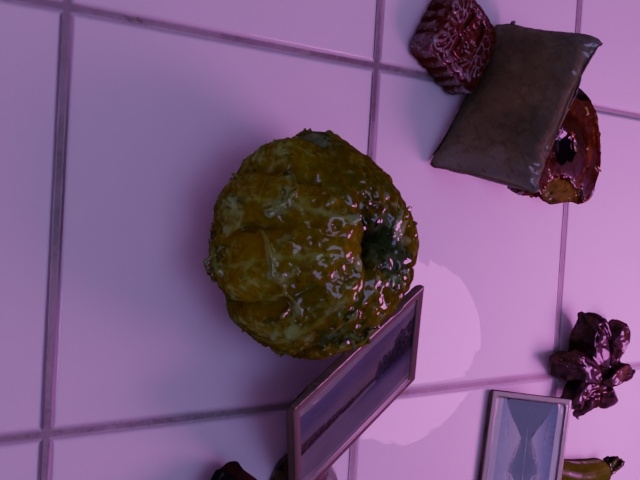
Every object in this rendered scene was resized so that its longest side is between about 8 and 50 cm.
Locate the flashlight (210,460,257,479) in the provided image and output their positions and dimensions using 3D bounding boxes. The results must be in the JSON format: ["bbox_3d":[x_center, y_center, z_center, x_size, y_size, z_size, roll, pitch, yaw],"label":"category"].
[{"bbox_3d":[-0.169,0.387,1.255,0.232,0.093,0.093,-40,118,-25],"label":"flashlight"}]

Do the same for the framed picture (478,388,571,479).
[{"bbox_3d":[0.350,0.365,1.694,0.150,0.015,0.203,9,88,-11],"label":"framed picture"}]

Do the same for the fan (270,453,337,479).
[{"bbox_3d":[-0.005,0.339,1.436,0.152,0.008,0.227,48,64,-33],"label":"fan"}]

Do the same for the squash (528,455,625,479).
[{"bbox_3d":[0.449,0.429,1.796,0.318,0.071,0.080,13,105,-38],"label":"squash"}]

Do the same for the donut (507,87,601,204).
[{"bbox_3d":[0.384,-0.164,1.673,0.230,0.096,0.216,-9,98,-40],"label":"donut"}]

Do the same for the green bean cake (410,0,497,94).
[{"bbox_3d":[0.213,-0.313,1.538,0.135,0.056,0.135,40,70,-36],"label":"green bean cake"}]

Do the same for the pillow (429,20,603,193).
[{"bbox_3d":[0.311,-0.221,1.552,0.302,0.184,0.075,-63,149,-18],"label":"pillow"}]

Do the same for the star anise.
[{"bbox_3d":[0.517,0.226,1.823,0.220,0.099,0.214,-37,126,-33],"label":"star anise"}]

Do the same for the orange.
[{"bbox_3d":[0.000,0.000,1.274,0.300,0.223,0.301,-43,119,-36],"label":"orange"}]

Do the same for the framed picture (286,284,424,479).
[{"bbox_3d":[0.052,0.215,1.396,0.289,0.016,0.213,-39,146,-35],"label":"framed picture"}]
